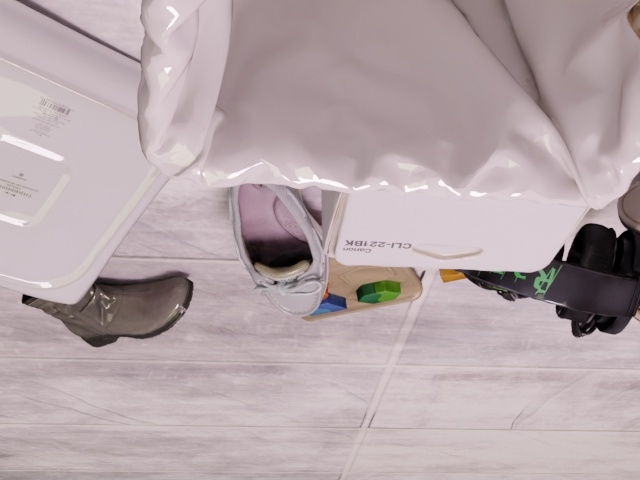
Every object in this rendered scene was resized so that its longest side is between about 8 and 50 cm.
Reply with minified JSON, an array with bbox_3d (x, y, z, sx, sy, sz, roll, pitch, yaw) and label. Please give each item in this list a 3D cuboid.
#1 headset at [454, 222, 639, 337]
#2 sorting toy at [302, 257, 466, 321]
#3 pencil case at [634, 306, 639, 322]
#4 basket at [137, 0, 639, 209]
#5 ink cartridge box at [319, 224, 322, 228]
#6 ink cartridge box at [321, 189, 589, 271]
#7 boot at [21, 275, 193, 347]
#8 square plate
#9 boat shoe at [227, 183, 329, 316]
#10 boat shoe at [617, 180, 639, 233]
[{"bbox_3d":[0.295,0.054,1.013,0.243,0.185,0.394,21,-168,34],"label":"headset"},{"bbox_3d":[0.080,0.061,1.177,0.307,0.041,0.229,-13,156,13],"label":"sorting toy"},{"bbox_3d":[0.621,0.121,1.213,0.183,0.160,0.410,-33,138,25],"label":"pencil case"},{"bbox_3d":[0.068,-0.224,0.466,0.331,0.266,0.328,3,139,-16],"label":"basket"},{"bbox_3d":[0.000,0.000,1.120,0.063,0.029,0.115,10,147,-24],"label":"ink cartridge box"},{"bbox_3d":[0.102,-0.119,0.688,0.197,0.273,0.114,3,149,-7],"label":"ink cartridge box"},{"bbox_3d":[-0.332,0.089,1.218,0.246,0.083,0.161,-20,139,26],"label":"boot"},{"bbox_3d":[-0.330,-0.073,0.841,0.347,0.049,0.344,22,121,-39],"label":"square plate"},{"bbox_3d":[-0.056,-0.002,0.995,0.118,0.103,0.320,-2,137,6],"label":"boat shoe"},{"bbox_3d":[0.545,-0.039,0.993,0.335,0.112,0.095,-11,143,9],"label":"boat shoe"}]
